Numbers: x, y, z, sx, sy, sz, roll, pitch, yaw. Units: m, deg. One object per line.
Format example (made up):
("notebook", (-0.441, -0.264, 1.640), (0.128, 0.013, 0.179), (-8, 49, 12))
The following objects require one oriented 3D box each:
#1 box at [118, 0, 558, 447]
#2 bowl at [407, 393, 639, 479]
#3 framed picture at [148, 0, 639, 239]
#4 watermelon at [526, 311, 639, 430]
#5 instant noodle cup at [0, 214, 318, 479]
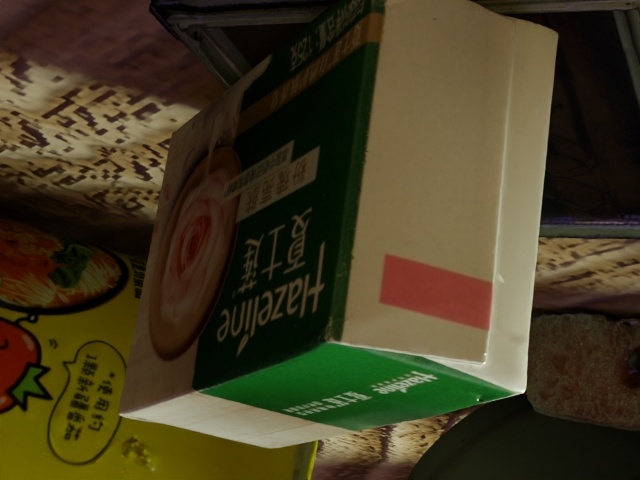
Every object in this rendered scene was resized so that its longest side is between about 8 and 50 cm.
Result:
("box", (0.000, 0.000, 0.526), (0.081, 0.135, 0.199), (17, 159, -22))
("bowl", (0.157, 0.213, 1.054), (0.289, 0.146, 0.289), (-27, 147, -19))
("framed picture", (0.064, -0.046, 0.597), (0.197, 0.014, 0.252), (1, 160, 21))
("watermelon", (0.238, 0.090, 0.850), (0.241, 0.094, 0.154), (5, 171, 12))
("instant noodle cup", (-0.185, 0.128, 0.790), (0.254, 0.325, 0.325), (24, 157, -20))
